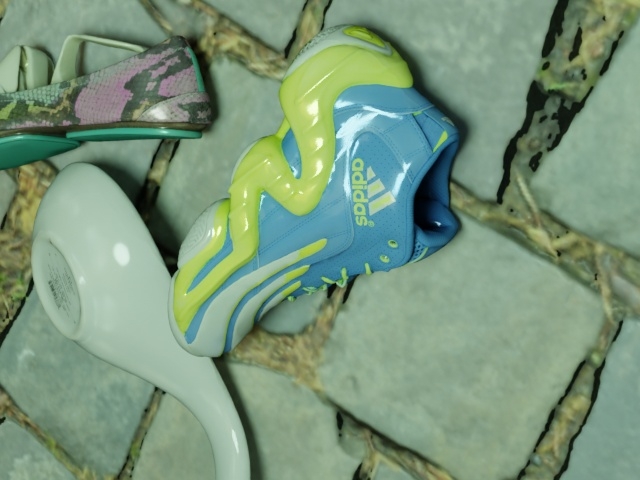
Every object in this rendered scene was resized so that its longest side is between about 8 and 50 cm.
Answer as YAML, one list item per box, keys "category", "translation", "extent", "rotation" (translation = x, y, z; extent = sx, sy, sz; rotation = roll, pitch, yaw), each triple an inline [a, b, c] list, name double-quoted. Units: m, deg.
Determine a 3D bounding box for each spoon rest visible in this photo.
- category: "spoon rest"
  translation: [-0.116, 0.079, 1.040]
  extent: [0.137, 0.084, 0.276]
  rotation: [-27, 82, 58]

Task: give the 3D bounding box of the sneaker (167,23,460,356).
- category: "sneaker"
  translation: [0.000, 0.000, 0.924]
  extent: [0.126, 0.091, 0.240]
  rotation: [38, 123, 17]

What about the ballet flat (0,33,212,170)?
- category: "ballet flat"
  translation: [-0.166, -0.091, 1.023]
  extent: [0.222, 0.077, 0.079]
  rotation: [-7, 84, 31]
